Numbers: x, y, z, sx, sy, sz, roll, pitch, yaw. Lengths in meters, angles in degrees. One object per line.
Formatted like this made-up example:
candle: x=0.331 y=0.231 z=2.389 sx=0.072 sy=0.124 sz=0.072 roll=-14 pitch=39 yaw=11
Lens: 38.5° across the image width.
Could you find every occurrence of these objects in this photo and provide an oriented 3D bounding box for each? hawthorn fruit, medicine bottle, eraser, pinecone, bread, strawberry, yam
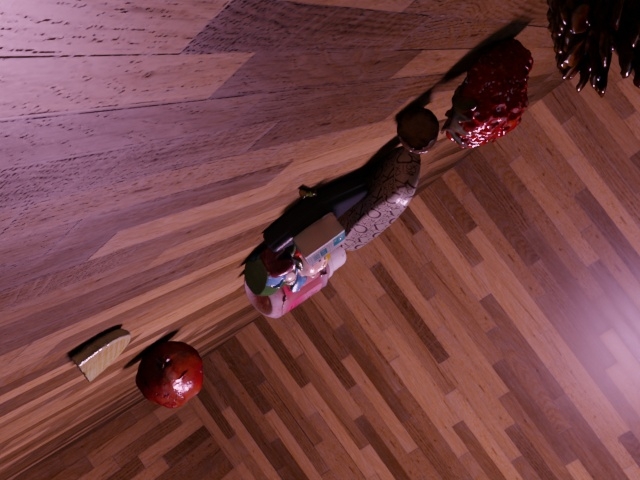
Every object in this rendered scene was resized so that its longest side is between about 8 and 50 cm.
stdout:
hawthorn fruit: x=-0.389 y=0.339 z=2.342 sx=0.181 sy=0.181 sz=0.235 roll=-35 pitch=165 yaw=-8
medicine bottle: x=-0.058 y=0.075 z=2.219 sx=0.247 sy=0.147 sz=0.147 roll=-33 pitch=174 yaw=-32
eraser: x=0.000 y=0.000 z=1.826 sx=0.095 sy=0.052 sz=0.225 roll=-37 pitch=175 yaw=-2
pinecone: x=0.482 y=-0.324 z=1.370 sx=0.246 sy=0.292 sz=0.246 roll=-48 pitch=146 yaw=-48
bread: x=-0.396 y=0.198 z=1.670 sx=0.112 sy=0.036 sz=0.193 roll=-40 pitch=173 yaw=-17
strawberry: x=0.319 y=-0.253 z=1.601 sx=0.236 sy=0.111 sz=0.190 roll=-46 pitch=159 yaw=-30
yam: x=0.176 y=-0.195 z=1.646 sx=0.079 sy=0.079 sz=0.141 roll=-37 pitch=177 yaw=5

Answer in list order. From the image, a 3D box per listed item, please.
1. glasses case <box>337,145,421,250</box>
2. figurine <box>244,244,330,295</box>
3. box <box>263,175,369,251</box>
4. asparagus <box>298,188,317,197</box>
glasses case: x=0.119 y=-0.087 z=1.987 sx=0.354 sy=0.085 sz=0.137 roll=137 pitch=-31 yaw=-60
figurine: x=-0.050 y=0.028 z=2.038 sx=0.234 sy=0.127 sz=0.185 roll=-22 pitch=162 yaw=-26
box: x=-0.005 y=-0.057 z=1.853 sx=0.160 sy=0.050 sz=0.230 roll=-38 pitch=175 yaw=31
asparagus: x=-0.023 y=-0.085 z=1.653 sx=0.127 sy=0.018 sz=0.015 roll=-24 pitch=127 yaw=-81
